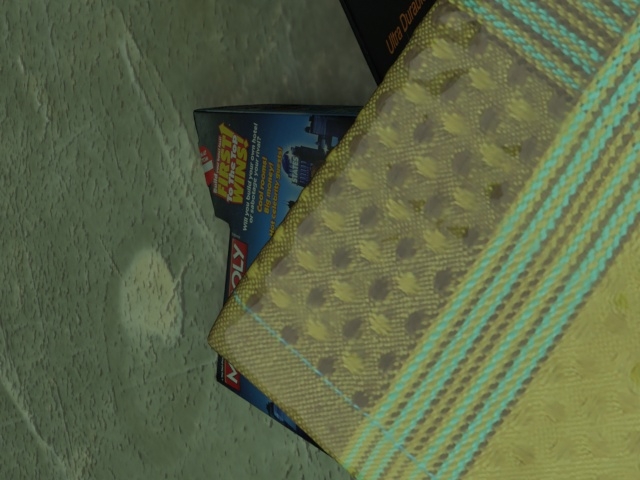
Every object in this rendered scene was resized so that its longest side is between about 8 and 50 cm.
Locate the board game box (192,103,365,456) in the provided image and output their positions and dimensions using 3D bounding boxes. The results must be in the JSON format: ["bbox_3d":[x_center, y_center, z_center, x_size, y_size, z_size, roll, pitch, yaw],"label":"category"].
[{"bbox_3d":[0.000,0.000,1.075,0.194,0.060,0.194,29,119,51],"label":"board game box"}]

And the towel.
[{"bbox_3d":[0.168,0.040,0.520,0.370,0.040,0.271,41,105,22],"label":"towel"}]

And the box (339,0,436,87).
[{"bbox_3d":[0.103,-0.084,0.711,0.293,0.073,0.295,65,158,11],"label":"box"}]
